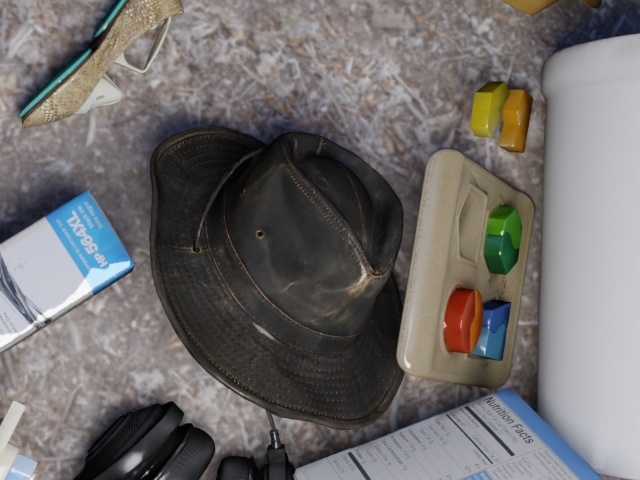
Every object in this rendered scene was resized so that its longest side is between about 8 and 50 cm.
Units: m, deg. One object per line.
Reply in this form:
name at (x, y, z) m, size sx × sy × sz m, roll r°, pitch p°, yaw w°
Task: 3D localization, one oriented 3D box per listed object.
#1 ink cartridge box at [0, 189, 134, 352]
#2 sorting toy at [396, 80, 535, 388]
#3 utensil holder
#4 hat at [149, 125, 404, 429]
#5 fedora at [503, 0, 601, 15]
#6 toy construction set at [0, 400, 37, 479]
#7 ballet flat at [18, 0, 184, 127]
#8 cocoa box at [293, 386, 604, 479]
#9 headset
ink cartridge box at (-0.280, 0.045, 1.136) m, size 0.203 × 0.148 × 0.086 m, roll -32°, pitch 93°, yaw -11°
sorting toy at (0.162, -0.011, 1.198) m, size 0.041 × 0.229 × 0.307 m, roll 6°, pitch 84°, yaw 31°
utensil holder at (0.363, 0.023, 1.162) m, size 0.327 × 0.327 × 0.386 m, roll 5°, pitch 88°, yaw -9°
hat at (0.000, 0.000, 1.101) m, size 0.331 × 0.331 × 0.134 m, roll 48°, pitch 122°, yaw -4°
fedora at (0.205, -0.297, 1.259) m, size 0.194 × 0.194 × 0.079 m, roll 47°, pitch 117°, yaw -4°
toy construction set at (-0.209, 0.285, 1.031) m, size 0.327 × 0.215 × 0.151 m, roll 37°, pitch 43°, yaw 0°
ballet flat at (-0.208, -0.176, 1.206) m, size 0.067 × 0.073 × 0.206 m, roll 42°, pitch 84°, yaw -19°
cocoa box at (0.148, 0.354, 1.090) m, size 0.227 × 0.231 × 0.347 m, roll -19°, pitch 115°, yaw -12°
headset at (-0.108, 0.234, 1.182) m, size 0.243 × 0.185 × 0.394 m, roll 24°, pitch 98°, yaw -4°
